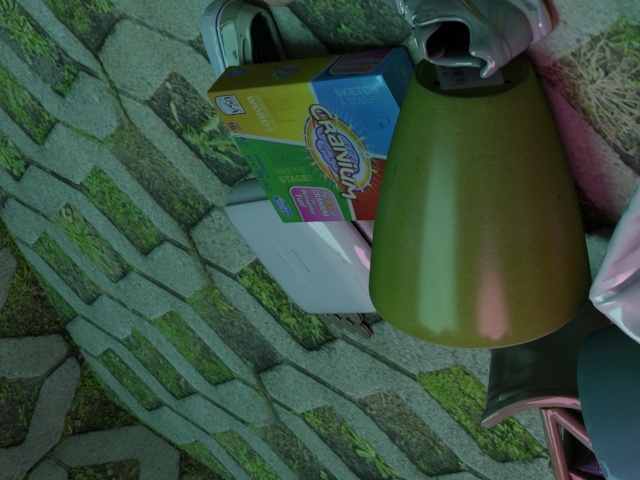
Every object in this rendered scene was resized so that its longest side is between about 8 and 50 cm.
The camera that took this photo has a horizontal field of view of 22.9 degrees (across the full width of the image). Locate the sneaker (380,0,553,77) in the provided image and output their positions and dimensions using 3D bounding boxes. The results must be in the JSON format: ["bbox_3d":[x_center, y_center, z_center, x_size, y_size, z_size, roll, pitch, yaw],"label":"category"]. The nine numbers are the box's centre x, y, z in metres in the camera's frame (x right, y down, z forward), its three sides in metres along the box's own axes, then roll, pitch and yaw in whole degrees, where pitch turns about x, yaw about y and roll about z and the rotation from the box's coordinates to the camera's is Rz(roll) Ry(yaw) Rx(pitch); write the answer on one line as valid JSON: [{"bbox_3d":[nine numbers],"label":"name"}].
[{"bbox_3d":[0.127,-0.261,1.781,0.262,0.121,0.099,26,150,41],"label":"sneaker"}]

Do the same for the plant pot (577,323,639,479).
[{"bbox_3d":[0.458,0.202,1.833,0.195,0.290,0.290,-28,108,30],"label":"plant pot"}]

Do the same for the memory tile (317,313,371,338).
[{"bbox_3d":[0.026,0.116,2.763,0.148,0.012,0.113,18,145,51],"label":"memory tile"}]

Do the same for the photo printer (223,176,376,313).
[{"bbox_3d":[0.000,0.000,2.481,0.256,0.107,0.307,53,158,-15],"label":"photo printer"}]

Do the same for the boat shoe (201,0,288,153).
[{"bbox_3d":[-0.083,-0.210,2.278,0.094,0.109,0.302,19,143,44],"label":"boat shoe"}]

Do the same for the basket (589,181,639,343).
[{"bbox_3d":[0.468,0.009,1.430,0.328,0.266,0.331,40,157,15],"label":"basket"}]

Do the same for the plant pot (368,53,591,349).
[{"bbox_3d":[0.183,-0.070,1.868,0.274,0.274,0.294,27,136,40],"label":"plant pot"}]

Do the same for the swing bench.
[{"bbox_3d":[0.335,0.219,2.015,0.165,0.253,0.255,-26,111,21],"label":"swing bench"}]

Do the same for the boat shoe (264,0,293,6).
[{"bbox_3d":[-0.126,-0.411,1.975,0.302,0.109,0.098,44,148,-17],"label":"boat shoe"}]

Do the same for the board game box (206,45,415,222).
[{"bbox_3d":[0.026,-0.137,2.148,0.316,0.064,0.242,-2,130,42],"label":"board game box"}]
